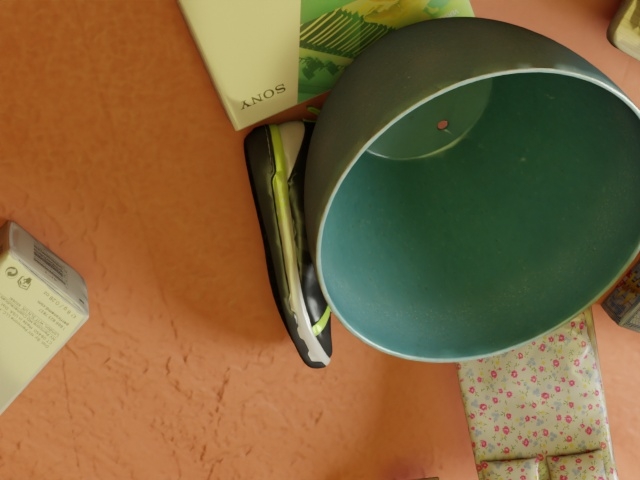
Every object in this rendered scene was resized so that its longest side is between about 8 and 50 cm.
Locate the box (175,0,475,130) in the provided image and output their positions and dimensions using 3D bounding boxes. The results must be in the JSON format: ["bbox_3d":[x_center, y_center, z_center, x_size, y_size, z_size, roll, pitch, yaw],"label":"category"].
[{"bbox_3d":[-0.031,-0.281,1.594,0.232,0.058,0.322,-24,110,-1],"label":"box"}]

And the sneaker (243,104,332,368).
[{"bbox_3d":[0.000,0.000,1.667,0.097,0.084,0.235,-13,108,-6],"label":"sneaker"}]

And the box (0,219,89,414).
[{"bbox_3d":[-0.322,0.120,1.639,0.094,0.113,0.275,41,95,-17],"label":"box"}]

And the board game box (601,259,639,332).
[{"bbox_3d":[0.365,0.030,1.745,0.194,0.060,0.194,4,106,-11],"label":"board game box"}]

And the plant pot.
[{"bbox_3d":[0.110,-0.072,1.570,0.290,0.195,0.290,-10,130,-12],"label":"plant pot"}]

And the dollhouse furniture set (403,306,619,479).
[{"bbox_3d":[0.201,0.095,1.643,0.355,0.174,0.303,-10,92,14],"label":"dollhouse furniture set"}]

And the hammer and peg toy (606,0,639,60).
[{"bbox_3d":[0.459,-0.209,1.656,0.361,0.127,0.266,25,99,-15],"label":"hammer and peg toy"}]
